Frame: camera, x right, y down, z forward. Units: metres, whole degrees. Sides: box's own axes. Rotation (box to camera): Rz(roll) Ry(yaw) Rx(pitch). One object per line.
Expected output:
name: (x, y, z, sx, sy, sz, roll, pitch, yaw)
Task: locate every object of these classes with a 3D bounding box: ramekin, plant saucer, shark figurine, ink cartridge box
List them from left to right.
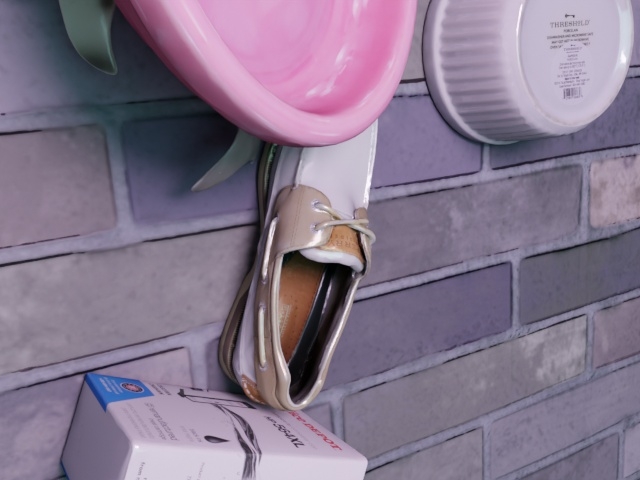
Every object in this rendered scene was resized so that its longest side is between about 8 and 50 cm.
shark figurine: (-0.114, -0.175, 0.485, 0.278, 0.116, 0.166, 38, 114, -23)
ink cartridge box: (-0.088, 0.182, 0.542, 0.203, 0.148, 0.086, 16, 90, -33)
plant saucer: (-0.038, -0.224, 0.419, 0.332, 0.084, 0.332, 1, 89, -58)
ramekin: (0.216, -0.198, 0.666, 0.207, 0.109, 0.207, -7, 104, -30)

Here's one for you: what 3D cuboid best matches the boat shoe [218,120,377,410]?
boat shoe: (0.000, 0.000, 0.582, 0.113, 0.103, 0.302, 11, 94, -32)
